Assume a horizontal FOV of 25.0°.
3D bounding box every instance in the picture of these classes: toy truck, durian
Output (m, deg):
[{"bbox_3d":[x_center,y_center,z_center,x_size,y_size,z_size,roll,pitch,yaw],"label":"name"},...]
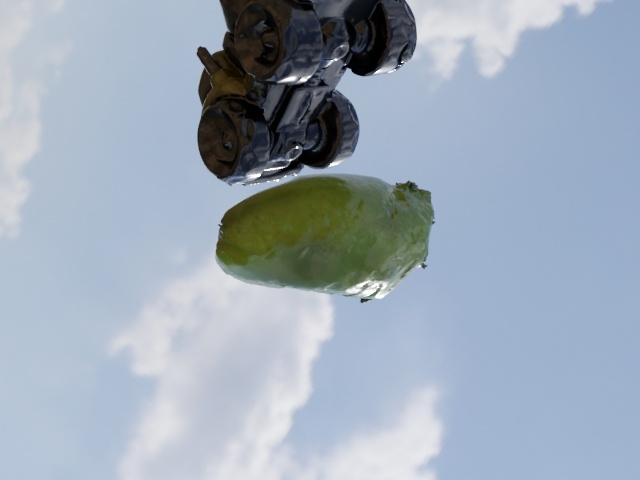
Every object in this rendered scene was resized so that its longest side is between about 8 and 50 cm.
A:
[{"bbox_3d":[-0.038,-0.163,1.236,0.165,0.147,0.224,52,-46,28],"label":"toy truck"},{"bbox_3d":[0.000,0.000,2.241,0.256,0.340,0.204,-19,-102,37],"label":"durian"}]
